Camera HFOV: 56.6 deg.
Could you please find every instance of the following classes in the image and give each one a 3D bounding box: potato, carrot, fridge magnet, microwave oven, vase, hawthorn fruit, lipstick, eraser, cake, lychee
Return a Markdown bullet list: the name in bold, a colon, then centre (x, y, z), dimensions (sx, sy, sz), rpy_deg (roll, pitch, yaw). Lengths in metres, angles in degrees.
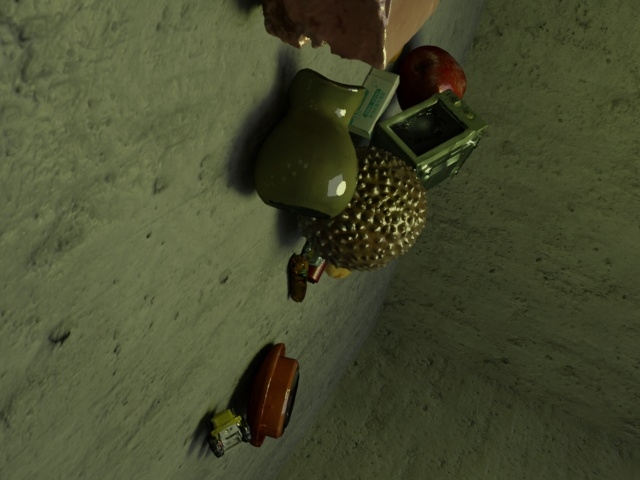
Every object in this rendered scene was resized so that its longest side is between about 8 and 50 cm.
- **potato**: centre (0.088, 0.037, 2.295), dimensions (0.150, 0.146, 0.234), rpy_deg (-107, -149, -65)
- **carrot**: centre (-0.074, 0.130, 2.014), dimensions (0.069, 0.068, 0.229), rpy_deg (-56, 162, -34)
- **fridge magnet**: centre (-0.168, 0.540, 2.081), dimensions (0.363, 0.155, 0.364), rpy_deg (13, 90, -85)
- **microwave oven**: centre (0.344, -0.297, 1.991), dimensions (0.354, 0.218, 0.286), rpy_deg (-31, 159, -30)
- **vase**: centre (-0.032, -0.212, 1.416), dimensions (0.329, 0.240, 0.303), rpy_deg (174, -72, -76)
- **hawthorn fruit**: centre (0.396, -0.568, 2.182), dimensions (0.284, 0.284, 0.284), rpy_deg (-57, 162, -29)
- **lipstick**: centre (0.008, 0.035, 2.106), dimensions (0.241, 0.080, 0.080), rpy_deg (-62, 164, -16)
- **eraser**: centre (0.162, -0.437, 1.885), dimensions (0.225, 0.095, 0.052), rpy_deg (-62, 165, -13)
- **cake**: centre (0.043, -0.495, 1.002), dimensions (0.293, 0.306, 0.314), rpy_deg (-56, 161, -28)
- **lychee**: centre (0.118, -0.094, 1.753), dimensions (0.432, 0.380, 0.381), rpy_deg (28, 85, -49)

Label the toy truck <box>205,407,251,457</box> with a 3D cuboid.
- **toy truck**: centre (-0.294, 0.606, 1.875), dimensions (0.136, 0.111, 0.286), rpy_deg (-25, 158, -19)

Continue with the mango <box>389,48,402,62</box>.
- **mango**: centre (0.217, -0.616, 1.829), dimensions (0.115, 0.089, 0.165), rpy_deg (-57, 170, -39)

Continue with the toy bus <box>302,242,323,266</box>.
- **toy bus**: centre (0.000, 0.000, 2.033), dimensions (0.191, 0.075, 0.064), rpy_deg (-66, 166, -4)
